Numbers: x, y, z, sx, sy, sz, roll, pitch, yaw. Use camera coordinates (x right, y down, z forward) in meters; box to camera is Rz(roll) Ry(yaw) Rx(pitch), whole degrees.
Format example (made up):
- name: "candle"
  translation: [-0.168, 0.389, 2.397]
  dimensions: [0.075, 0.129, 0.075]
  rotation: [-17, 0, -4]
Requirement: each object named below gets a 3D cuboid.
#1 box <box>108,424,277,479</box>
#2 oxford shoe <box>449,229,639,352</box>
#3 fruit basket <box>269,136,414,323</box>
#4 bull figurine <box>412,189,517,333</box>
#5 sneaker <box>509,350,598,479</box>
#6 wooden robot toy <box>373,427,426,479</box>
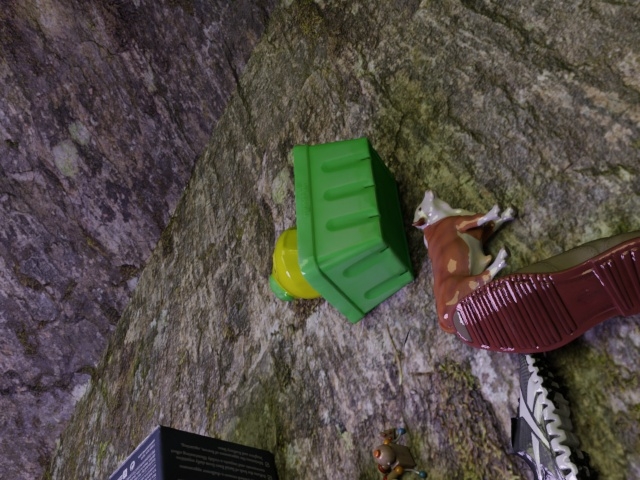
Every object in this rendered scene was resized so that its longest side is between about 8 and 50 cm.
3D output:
- name: "box"
  translation: [-0.228, 0.604, 1.177]
  dimensions: [0.212, 0.293, 0.395]
  rotation: [-48, 36, 21]
- name: "oxford shoe"
  translation: [0.366, 0.077, 0.921]
  dimensions: [0.348, 0.130, 0.123]
  rotation: [-21, 96, 31]
- name: "fruit basket"
  translation: [0.000, 0.000, 1.352]
  dimensions: [0.392, 0.283, 0.392]
  rotation: [-19, 50, 23]
- name: "bull figurine"
  translation: [0.263, 0.019, 1.109]
  dimensions: [0.188, 0.101, 0.310]
  rotation: [-31, 44, 34]
- name: "sneaker"
  translation: [0.314, 0.267, 0.892]
  dimensions: [0.106, 0.078, 0.234]
  rotation: [-35, 45, 31]
- name: "wooden robot toy"
  translation: [0.120, 0.389, 1.060]
  dimensions: [0.076, 0.079, 0.173]
  rotation: [-50, 36, 17]
